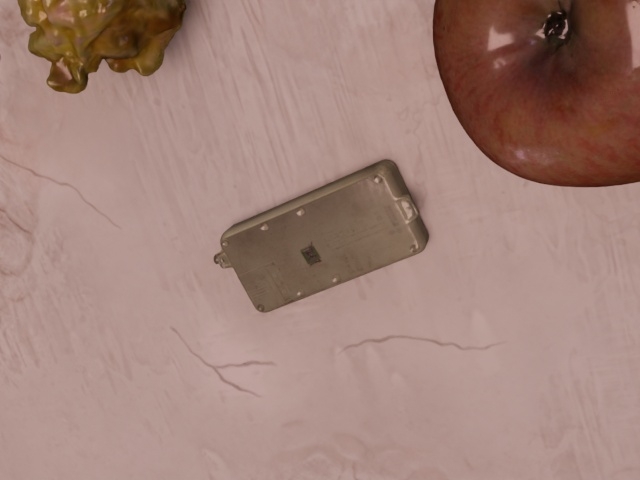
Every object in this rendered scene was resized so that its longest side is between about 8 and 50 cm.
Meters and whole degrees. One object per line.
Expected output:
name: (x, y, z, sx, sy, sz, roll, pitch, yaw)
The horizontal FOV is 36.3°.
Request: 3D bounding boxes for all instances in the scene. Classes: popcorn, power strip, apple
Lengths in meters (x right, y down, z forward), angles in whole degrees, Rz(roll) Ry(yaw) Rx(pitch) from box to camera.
popcorn: (-0.254, -0.267, 1.106, 0.167, 0.185, 0.188, -1, 123, 44)
power strip: (0.000, 0.000, 1.192, 0.270, 0.046, 0.118, -22, 103, 23)
apple: (0.259, -0.198, 0.883, 0.344, 0.269, 0.345, 21, 133, 24)
